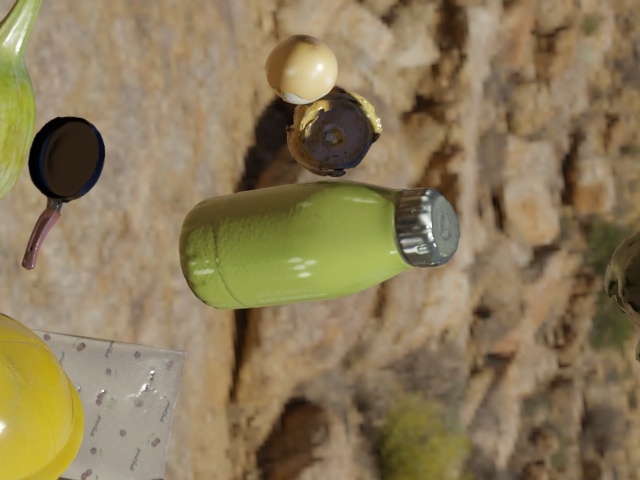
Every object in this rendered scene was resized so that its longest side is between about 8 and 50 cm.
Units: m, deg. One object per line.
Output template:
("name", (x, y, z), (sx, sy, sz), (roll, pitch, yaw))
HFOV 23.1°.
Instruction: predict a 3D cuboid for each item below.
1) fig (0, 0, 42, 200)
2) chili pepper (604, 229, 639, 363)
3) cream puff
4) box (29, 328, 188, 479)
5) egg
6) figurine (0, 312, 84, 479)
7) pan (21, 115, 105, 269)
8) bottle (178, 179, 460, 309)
("fig", (-0.251, -0.132, 1.138), (0.245, 0.149, 0.149), (-54, -176, 9))
("chili pepper", (0.404, 0.045, 1.455), (0.248, 0.257, 0.233), (38, 31, -57))
("cream puff", (0.016, -0.154, 2.175), (0.119, 0.133, 0.104), (60, -10, -14))
("box", (-0.342, 0.208, 1.978), (0.225, 0.297, 0.190), (156, -57, -71))
("egg", (-0.017, -0.174, 1.596), (0.083, 0.071, 0.071), (-163, -116, -68))
("figurine", (-0.301, 0.145, 1.278), (0.257, 0.192, 0.167), (-33, -110, 61))
("pan", (-0.340, -0.059, 2.032), (0.040, 0.115, 0.212), (33, 69, -58))
("bottle", (0.000, 0.000, 1.443), (0.112, 0.260, 0.112), (19, 68, -57))
